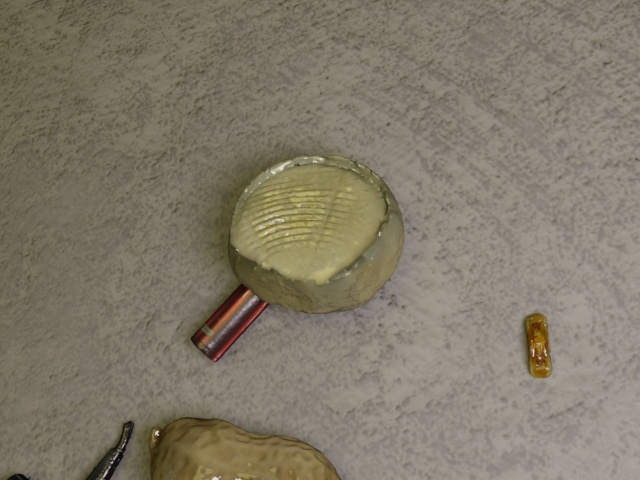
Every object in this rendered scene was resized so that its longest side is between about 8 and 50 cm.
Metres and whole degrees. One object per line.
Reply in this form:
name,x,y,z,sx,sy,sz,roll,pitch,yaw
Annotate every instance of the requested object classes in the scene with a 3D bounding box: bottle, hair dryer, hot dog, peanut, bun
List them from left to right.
hair dryer,-0.368,0.361,1.273,0.195,0.075,0.219,28,70,36
peanut,-0.121,0.330,1.133,0.291,0.159,0.143,9,110,23
bottle,-0.124,0.110,1.278,0.164,0.060,0.060,-48,61,-3
bun,0.000,0.000,1.221,0.259,0.152,0.259,-6,50,8
hot dog,0.295,0.140,1.124,0.030,0.034,0.090,-8,67,18
